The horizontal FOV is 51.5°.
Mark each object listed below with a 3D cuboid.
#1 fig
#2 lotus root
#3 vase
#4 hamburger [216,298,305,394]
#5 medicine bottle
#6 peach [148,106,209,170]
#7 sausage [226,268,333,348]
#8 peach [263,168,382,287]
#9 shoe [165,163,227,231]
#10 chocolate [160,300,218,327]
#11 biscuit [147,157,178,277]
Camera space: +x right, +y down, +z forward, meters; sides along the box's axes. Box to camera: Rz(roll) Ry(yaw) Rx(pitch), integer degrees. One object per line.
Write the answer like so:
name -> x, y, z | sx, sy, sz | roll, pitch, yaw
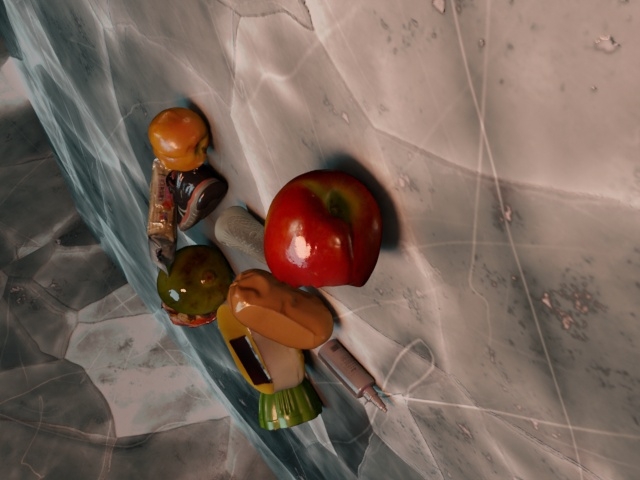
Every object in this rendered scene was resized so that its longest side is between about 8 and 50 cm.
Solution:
fig -> -0.366, 0.118, 1.889 | 0.225, 0.203, 0.203 | -23, 100, 49
lotus root -> -0.099, 0.424, 1.864 | 0.186, 0.186, 0.186 | 44, 154, 28
vase -> -0.131, 0.006, 1.435 | 0.219, 0.096, 0.096 | 30, 146, 42
hamburger -> -0.144, 0.254, 1.722 | 0.227, 0.151, 0.295 | 0, 114, 57
medicine bottle -> 0.076, 0.302, 1.453 | 0.199, 0.057, 0.057 | 43, 154, 27
peach -> -0.305, -0.220, 1.431 | 0.138, 0.138, 0.138 | 44, 154, 28
sausage -> -0.081, 0.147, 1.405 | 0.241, 0.136, 0.120 | 30, 125, -9
peach -> 0.000, 0.000, 1.033 | 0.196, 0.190, 0.226 | 40, 149, 9
shoe -> -0.321, -0.115, 1.616 | 0.137, 0.114, 0.291 | 51, 155, 0
chocolate -> -0.393, 0.159, 2.074 | 0.147, 0.221, 0.221 | -118, 5, -65
biscuit -> -0.414, -0.076, 1.754 | 0.186, 0.079, 0.309 | 115, 156, -69
